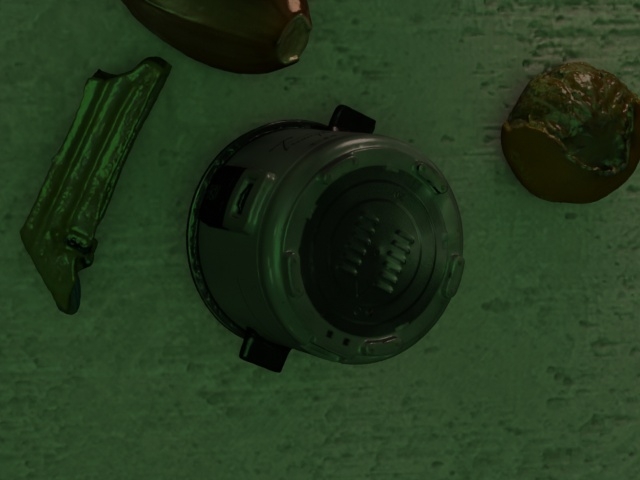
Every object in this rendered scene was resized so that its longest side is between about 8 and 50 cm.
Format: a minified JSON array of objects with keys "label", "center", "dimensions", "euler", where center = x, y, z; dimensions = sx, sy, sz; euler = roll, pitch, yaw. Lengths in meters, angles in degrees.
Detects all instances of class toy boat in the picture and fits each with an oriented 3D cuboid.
[{"label":"toy boat","center":[-0.238,-0.066,1.461],"dimensions":[0.084,0.111,0.276],"euler":[22,99,-5]}]

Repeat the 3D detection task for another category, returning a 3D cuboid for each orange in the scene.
[{"label":"orange","center":[0.270,-0.111,1.512],"dimensions":[0.157,0.134,0.156],"euler":[-6,109,-20]}]

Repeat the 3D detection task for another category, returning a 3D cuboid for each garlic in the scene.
[{"label":"garlic","center":[-0.112,-0.233,1.454],"dimensions":[0.207,0.128,0.115],"euler":[15,142,-4]}]

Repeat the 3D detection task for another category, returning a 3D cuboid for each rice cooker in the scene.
[{"label":"rice cooker","center":[0.000,0.000,1.447],"dimensions":[0.241,0.227,0.280],"euler":[22,86,-29]}]
